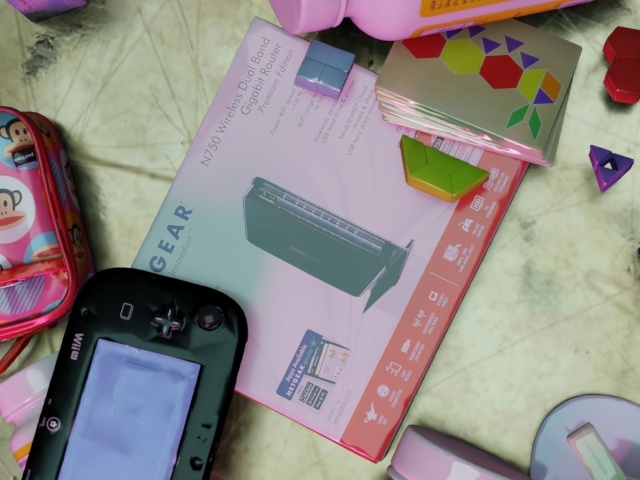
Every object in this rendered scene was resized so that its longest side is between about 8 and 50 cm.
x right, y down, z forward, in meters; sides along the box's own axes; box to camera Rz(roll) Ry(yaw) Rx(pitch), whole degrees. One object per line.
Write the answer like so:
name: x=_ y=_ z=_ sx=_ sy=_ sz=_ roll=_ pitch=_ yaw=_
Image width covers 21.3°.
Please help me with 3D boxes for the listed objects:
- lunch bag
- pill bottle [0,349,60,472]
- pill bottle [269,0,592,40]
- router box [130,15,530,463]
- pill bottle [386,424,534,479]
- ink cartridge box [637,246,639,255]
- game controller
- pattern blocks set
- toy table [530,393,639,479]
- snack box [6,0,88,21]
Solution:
lunch bag: x=-0.377 y=0.018 z=1.683 sx=0.293 sy=0.120 sz=0.258 roll=-15 pitch=90 yaw=7
pill bottle: x=-0.226 y=0.213 z=1.652 sx=0.119 sy=0.119 sz=0.208 roll=-30 pitch=85 yaw=4
pill bottle: x=0.118 y=-0.288 z=1.555 sx=0.334 sy=0.188 sz=0.188 roll=-13 pitch=86 yaw=-15
router box: x=0.000 y=0.000 z=1.654 sx=0.301 sy=0.082 sz=0.335 roll=26 pitch=91 yaw=7
pill bottle: x=0.084 y=0.326 z=1.587 sx=0.160 sy=0.160 sz=0.283 roll=24 pitch=93 yaw=7
ink cartridge box: x=0.457 y=-0.019 z=1.534 sx=0.307 sy=0.223 sz=0.129 roll=-30 pitch=84 yaw=4
game controller: x=-0.179 y=0.187 z=1.566 sx=0.166 sy=0.067 sz=0.319 roll=16 pitch=79 yaw=-3
pattern blocks set: x=0.154 y=-0.154 z=1.609 sx=0.325 sy=0.026 sz=0.285 roll=30 pitch=61 yaw=8
toy table: x=0.300 y=0.273 z=1.572 sx=0.252 sy=0.161 sz=0.274 roll=-45 pitch=85 yaw=3
snack box: x=-0.301 y=-0.332 z=1.655 sx=0.070 sy=0.174 sz=0.207 roll=-17 pitch=85 yaw=2
